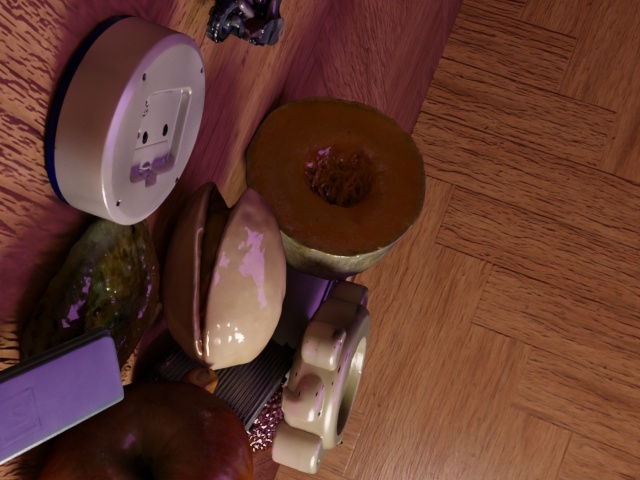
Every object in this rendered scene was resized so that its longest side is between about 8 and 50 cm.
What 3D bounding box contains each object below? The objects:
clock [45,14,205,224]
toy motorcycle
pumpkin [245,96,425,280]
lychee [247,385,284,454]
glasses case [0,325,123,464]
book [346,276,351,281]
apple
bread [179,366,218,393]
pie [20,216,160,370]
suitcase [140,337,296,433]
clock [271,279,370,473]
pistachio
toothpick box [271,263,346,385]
[{"bbox_3d":[-0.214,-0.134,0.928,0.230,0.083,0.230,23,90,-78],"label":"clock"},{"bbox_3d":[-0.095,-0.330,1.126,0.213,0.082,0.122,-40,150,-70],"label":"toy motorcycle"},{"bbox_3d":[0.013,-0.089,1.540,0.332,0.332,0.199,-64,-179,-24],"label":"pumpkin"},{"bbox_3d":[-0.171,0.412,1.899,0.188,0.188,0.188,21,90,-79],"label":"lychee"},{"bbox_3d":[-0.322,0.185,0.838,0.266,0.056,0.105,-25,139,-48],"label":"glasses case"},{"bbox_3d":[0.000,0.000,1.851,0.026,0.231,0.161,-20,141,-30],"label":"book"},{"bbox_3d":[-0.242,0.353,1.138,0.301,0.301,0.301,21,90,-79],"label":"apple"},{"bbox_3d":[-0.200,0.239,1.259,0.062,0.049,0.103,-32,157,-49],"label":"bread"},{"bbox_3d":[-0.276,0.088,1.030,0.277,0.078,0.277,22,90,-80],"label":"pie"},{"bbox_3d":[-0.181,0.243,1.431,0.128,0.202,0.312,-52,178,31],"label":"suitcase"},{"bbox_3d":[0.011,0.250,1.538,0.284,0.114,0.309,-49,152,-60],"label":"clock"},{"bbox_3d":[-0.154,0.056,1.264,0.214,0.193,0.318,-69,165,-54],"label":"pistachio"},{"bbox_3d":[-0.064,0.139,1.743,0.229,0.229,0.316,78,34,-70],"label":"toothpick box"}]
